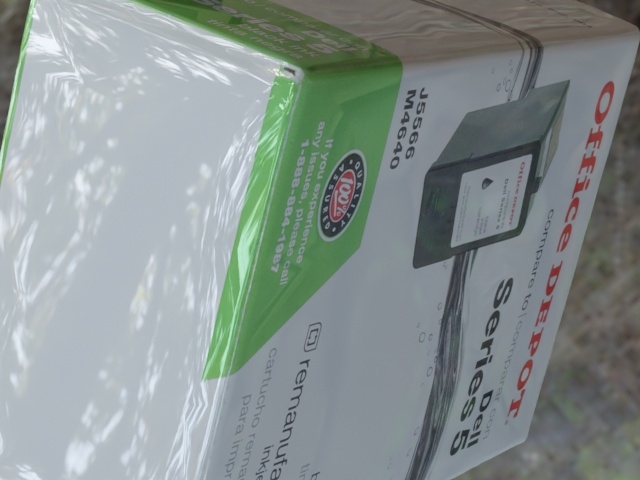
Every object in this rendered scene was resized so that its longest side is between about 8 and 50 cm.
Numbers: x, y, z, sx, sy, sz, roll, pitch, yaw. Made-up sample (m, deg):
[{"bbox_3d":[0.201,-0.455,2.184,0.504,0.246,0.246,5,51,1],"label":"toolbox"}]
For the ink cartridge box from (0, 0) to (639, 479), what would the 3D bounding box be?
[{"bbox_3d":[0.000,0.000,0.735,0.114,0.198,0.273,23,-160,27],"label":"ink cartridge box"}]
